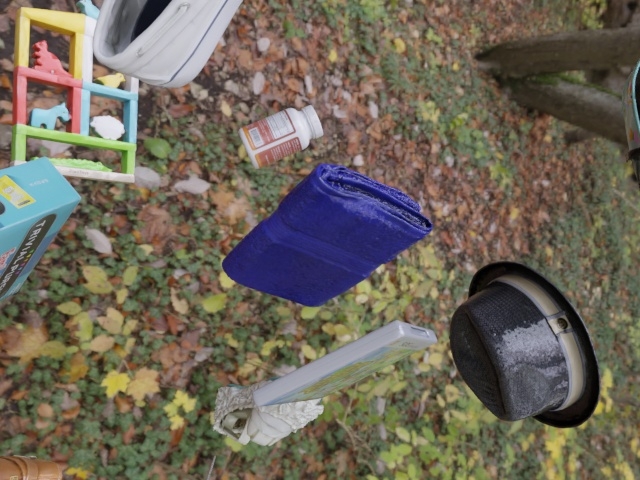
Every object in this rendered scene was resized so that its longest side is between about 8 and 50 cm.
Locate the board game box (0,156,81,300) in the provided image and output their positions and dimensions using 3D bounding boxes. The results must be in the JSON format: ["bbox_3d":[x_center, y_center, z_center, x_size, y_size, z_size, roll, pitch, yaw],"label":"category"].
[{"bbox_3d":[-0.481,0.047,0.622,0.079,0.253,0.336,49,33,-1],"label":"board game box"}]

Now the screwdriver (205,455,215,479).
[{"bbox_3d":[-0.279,0.583,1.306,0.170,0.025,0.024,-103,-142,-73],"label":"screwdriver"}]

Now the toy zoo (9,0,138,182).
[{"bbox_3d":[-0.397,-0.250,0.873,0.192,0.030,0.294,2,90,-44],"label":"toy zoo"}]

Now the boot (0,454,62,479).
[{"bbox_3d":[-0.395,0.269,0.575,0.152,0.197,0.073,21,62,-50],"label":"boot"}]

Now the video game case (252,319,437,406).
[{"bbox_3d":[0.042,0.170,0.718,0.193,0.212,0.023,28,36,-63],"label":"video game case"}]

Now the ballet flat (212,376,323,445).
[{"bbox_3d":[-0.133,0.399,1.200,0.146,0.409,0.147,11,69,-30],"label":"ballet flat"}]

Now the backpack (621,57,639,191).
[{"bbox_3d":[0.346,-0.096,0.443,0.144,0.165,0.189,-22,97,-61],"label":"backpack"}]

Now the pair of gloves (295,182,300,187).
[{"bbox_3d":[0.009,-0.094,1.422,0.159,0.198,0.023,-63,160,-21],"label":"pair of gloves"}]

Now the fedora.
[{"bbox_3d":[0.349,0.212,1.001,0.152,0.334,0.334,-17,116,-23],"label":"fedora"}]

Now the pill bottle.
[{"bbox_3d":[-0.109,-0.293,1.476,0.121,0.216,0.121,157,-90,-86],"label":"pill bottle"}]

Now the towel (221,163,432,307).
[{"bbox_3d":[0.000,0.000,0.880,0.227,0.308,0.076,23,48,-28],"label":"towel"}]

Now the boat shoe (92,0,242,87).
[{"bbox_3d":[-0.086,-0.232,0.391,0.258,0.095,0.084,-60,163,18],"label":"boat shoe"}]
